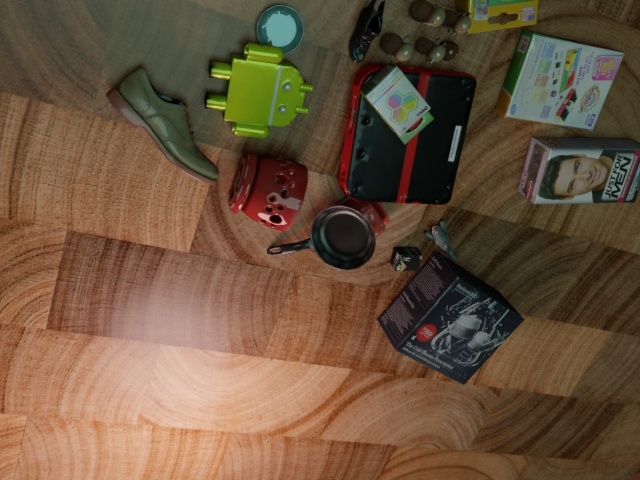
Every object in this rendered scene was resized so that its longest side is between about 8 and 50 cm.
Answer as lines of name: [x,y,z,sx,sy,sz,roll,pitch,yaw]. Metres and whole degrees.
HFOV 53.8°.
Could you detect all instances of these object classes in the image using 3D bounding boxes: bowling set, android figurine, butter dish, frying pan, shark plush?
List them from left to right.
android figurine: [-0.155,-0.381,1.620,0.273,0.056,0.248,6,122,-18]
frying pan: [0.019,0.022,1.835,0.326,0.053,0.197,-34,96,29]
butter dish: [0.124,-0.048,1.859,0.160,0.118,0.160,-33,123,4]
shark plush: [0.385,0.012,1.999,0.073,0.067,0.161,-25,122,-2]
bowling set: [0.318,-0.539,1.619,0.200,0.154,0.287,31,107,-28]

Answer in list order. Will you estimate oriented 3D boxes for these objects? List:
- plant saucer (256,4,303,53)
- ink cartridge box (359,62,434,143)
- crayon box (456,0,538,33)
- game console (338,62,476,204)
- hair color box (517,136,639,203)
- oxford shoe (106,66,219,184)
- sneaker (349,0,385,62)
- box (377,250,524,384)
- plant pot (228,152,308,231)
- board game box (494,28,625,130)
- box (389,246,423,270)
plant saucer: [-0.102,-0.528,1.579,0.119,0.021,0.119,-7,119,-12]
ink cartridge box: [0.210,-0.348,1.646,0.109,0.062,0.209,-43,118,7]
crayon box: [0.455,-0.711,1.606,0.203,0.083,0.322,-11,120,-10]
game console: [0.237,-0.284,1.754,0.342,0.060,0.386,1,115,-16]
hair color box: [0.827,-0.219,1.974,0.375,0.113,0.185,-2,119,-15]
oxford shoe: [-0.363,-0.279,1.586,0.130,0.123,0.348,-43,122,3]
sneaker: [0.120,-0.530,1.603,0.051,0.089,0.170,6,116,-19]
box: [0.428,0.261,2.088,0.343,0.179,0.312,30,106,-28]
plant pot: [-0.144,-0.138,1.690,0.174,0.191,0.191,19,112,-19]
board game box: [0.692,-0.459,1.828,0.317,0.064,0.242,5,117,-19]
box: [0.273,0.058,2.001,0.083,0.052,0.062,2,119,-18]
